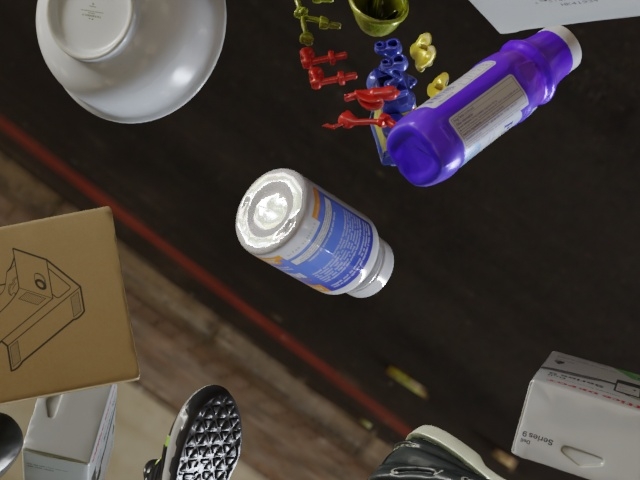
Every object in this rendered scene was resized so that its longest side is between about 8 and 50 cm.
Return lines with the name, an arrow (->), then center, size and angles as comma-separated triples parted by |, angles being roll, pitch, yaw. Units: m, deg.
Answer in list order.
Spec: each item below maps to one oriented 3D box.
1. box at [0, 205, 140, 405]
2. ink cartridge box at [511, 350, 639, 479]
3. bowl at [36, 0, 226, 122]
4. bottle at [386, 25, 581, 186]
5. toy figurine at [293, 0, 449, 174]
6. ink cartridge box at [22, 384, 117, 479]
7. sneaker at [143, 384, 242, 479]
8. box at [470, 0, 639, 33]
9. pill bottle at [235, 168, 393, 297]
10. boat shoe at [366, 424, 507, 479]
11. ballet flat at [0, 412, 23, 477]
box -> -0.277, 0.065, 1.255 | 0.201, 0.164, 0.021 | -10, 168, -6
ink cartridge box -> 0.423, 0.272, 2.095 | 0.211, 0.121, 0.289 | 16, -172, 14
bowl -> -0.293, -0.317, 1.949 | 0.298, 0.298, 0.134 | 29, -169, 18
bottle -> 0.212, -0.175, 1.717 | 0.092, 0.283, 0.118 | 54, 154, -1
toy figurine -> 0.077, -0.210, 2.063 | 0.362, 0.191, 0.217 | -106, 4, -45
ink cartridge box -> -0.316, 0.262, 1.742 | 0.087, 0.153, 0.208 | 12, 142, -1
sneaker -> -0.149, 0.238, 1.380 | 0.084, 0.235, 0.097 | -8, -149, -43
box -> 0.253, -0.398, 1.319 | 0.215, 0.345, 0.168 | -1, 162, 32
pill bottle -> 0.000, 0.000, 2.265 | 0.152, 0.152, 0.272 | 17, 170, 44
boat shoe -> 0.174, 0.307, 1.447 | 0.340, 0.113, 0.127 | 33, 137, 44
ballet flat -> -0.441, 0.262, 1.421 | 0.096, 0.280, 0.095 | -137, 27, -73
